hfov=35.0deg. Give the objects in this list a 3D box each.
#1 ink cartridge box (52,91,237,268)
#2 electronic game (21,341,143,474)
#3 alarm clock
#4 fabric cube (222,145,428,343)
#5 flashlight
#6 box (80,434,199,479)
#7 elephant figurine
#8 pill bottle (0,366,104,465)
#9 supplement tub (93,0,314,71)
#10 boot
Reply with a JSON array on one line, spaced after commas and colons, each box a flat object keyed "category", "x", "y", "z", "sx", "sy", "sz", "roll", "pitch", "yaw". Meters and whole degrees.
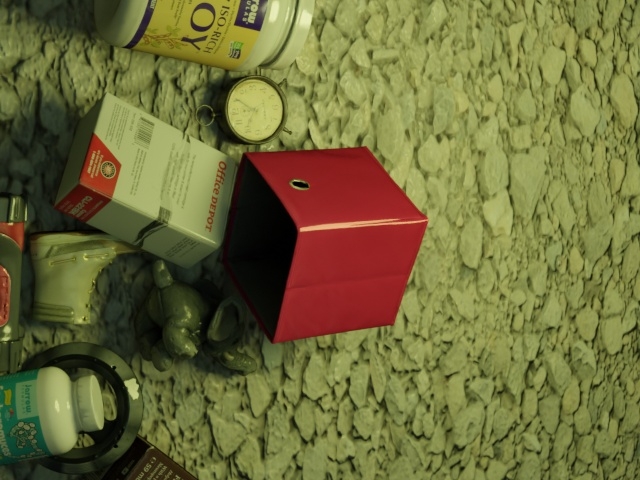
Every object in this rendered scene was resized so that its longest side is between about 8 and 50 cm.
[{"category": "ink cartridge box", "x": -0.298, "y": -0.099, "z": 1.766, "sx": 0.273, "sy": 0.114, "sz": 0.197, "roll": 27, "pitch": 53, "yaw": -27}, {"category": "electronic game", "x": -0.423, "y": 0.291, "z": 1.770, "sx": 0.229, "sy": 0.048, "sz": 0.229, "roll": 0, "pitch": 84, "yaw": -3}, {"category": "alarm clock", "x": -0.147, "y": -0.242, "z": 1.904, "sx": 0.192, "sy": 0.064, "sz": 0.129, "roll": -9, "pitch": 99, "yaw": -30}, {"category": "fabric cube", "x": 0.000, "y": 0.000, "z": 1.847, "sx": 0.258, "sy": 0.254, "sz": 0.259, "roll": -5, "pitch": 128, "yaw": -27}, {"category": "flashlight", "x": -0.548, "y": 0.071, "z": 1.698, "sx": 0.103, "sy": 0.103, "sz": 0.304, "roll": 5, "pitch": 93, "yaw": -2}, {"category": "box", "x": -0.308, "y": 0.467, "z": 1.818, "sx": 0.203, "sy": 0.167, "sz": 0.168, "roll": 44, "pitch": 73, "yaw": -24}, {"category": "elephant figurine", "x": -0.209, "y": 0.149, "z": 1.872, "sx": 0.239, "sy": 0.186, "sz": 0.169, "roll": -3, "pitch": 56, "yaw": -38}, {"category": "pill bottle", "x": -0.496, "y": 0.290, "z": 1.669, "sx": 0.264, "sy": 0.146, "sz": 0.146, "roll": -11, "pitch": 100, "yaw": -4}, {"category": "supplement tub", "x": -0.202, "y": -0.425, "z": 1.759, "sx": 0.331, "sy": 0.241, "sz": 0.241, "roll": 7, "pitch": 91, "yaw": -28}, {"category": "boot", "x": -0.402, "y": 0.064, "z": 1.787, "sx": 0.213, "sy": 0.077, "sz": 0.165, "roll": -1, "pitch": 94, "yaw": -23}]
